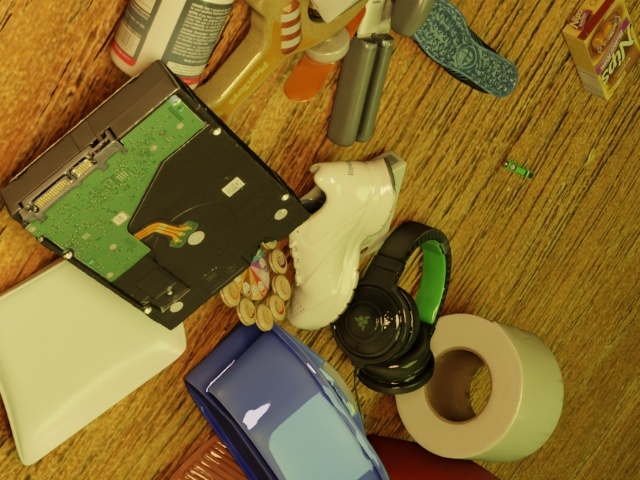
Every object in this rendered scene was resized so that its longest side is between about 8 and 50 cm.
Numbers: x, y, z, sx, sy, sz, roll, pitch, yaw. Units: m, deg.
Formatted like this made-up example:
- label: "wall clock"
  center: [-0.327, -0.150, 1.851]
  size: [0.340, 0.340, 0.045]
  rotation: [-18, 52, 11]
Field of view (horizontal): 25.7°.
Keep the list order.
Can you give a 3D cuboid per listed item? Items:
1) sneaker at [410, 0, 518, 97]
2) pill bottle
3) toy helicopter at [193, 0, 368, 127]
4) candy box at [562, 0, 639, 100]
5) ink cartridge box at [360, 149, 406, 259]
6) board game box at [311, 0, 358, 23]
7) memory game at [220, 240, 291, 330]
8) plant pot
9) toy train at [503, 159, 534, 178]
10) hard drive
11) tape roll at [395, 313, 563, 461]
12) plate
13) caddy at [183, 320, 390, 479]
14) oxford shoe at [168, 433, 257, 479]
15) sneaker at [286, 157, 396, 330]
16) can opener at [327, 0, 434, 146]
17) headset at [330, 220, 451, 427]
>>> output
- label: "sneaker"
  center: [0.185, -0.284, 2.025]
  size: [0.232, 0.090, 0.081]
  rotation: [36, 88, -34]
- label: "pill bottle"
  center: [-0.155, -0.266, 1.560]
  size: [0.108, 0.108, 0.180]
  rotation: [-4, 129, -50]
- label: "toy helicopter"
  center: [-0.050, -0.247, 1.744]
  size: [0.355, 0.140, 0.235]
  rotation: [-47, 155, 4]
- label: "candy box"
  center: [0.476, -0.332, 2.363]
  size: [0.109, 0.053, 0.187]
  rotation: [-52, 147, -9]
- label: "ink cartridge box"
  center: [0.052, -0.036, 2.094]
  size: [0.145, 0.045, 0.179]
  rotation: [-30, 151, -35]
- label: "board game box"
  center: [0.051, -0.410, 1.577]
  size: [0.097, 0.224, 0.303]
  rotation: [-30, -171, 49]
- label: "memory game"
  center: [-0.093, 0.031, 1.870]
  size: [0.186, 0.012, 0.186]
  rotation: [39, 42, -46]
- label: "plant pot"
  center: [0.155, 0.476, 2.392]
  size: [0.267, 0.236, 0.267]
  rotation: [12, 111, -19]
- label: "toy train"
  center: [0.337, -0.120, 2.381]
  size: [0.083, 0.023, 0.017]
  rotation: [15, 104, -55]
- label: "hard drive"
  center: [-0.182, -0.042, 1.633]
  size: [0.237, 0.064, 0.339]
  rotation: [-40, 146, 5]
- label: "tape roll"
  center: [0.272, 0.255, 2.403]
  size: [0.169, 0.246, 0.246]
  rotation: [19, 101, -55]
- label: "plate"
  center: [-0.299, 0.111, 1.756]
  size: [0.277, 0.045, 0.278]
  rotation: [-36, 140, -30]
- label: "caddy"
  center: [-0.033, 0.254, 1.980]
  size: [0.179, 0.241, 0.341]
  rotation: [-37, 107, -16]
- label: "oxford shoe"
  center: [-0.206, 0.437, 2.092]
  size: [0.397, 0.140, 0.146]
  rotation: [-52, -176, -21]
- label: "sneaker"
  center: [0.000, 0.000, 1.967]
  size: [0.129, 0.111, 0.297]
  rotation: [8, 123, -21]
- label: "can opener"
  center: [0.076, -0.252, 1.903]
  size: [0.074, 0.093, 0.280]
  rotation: [-16, 133, -45]
- label: "headset"
  center: [0.075, 0.148, 2.209]
  size: [0.394, 0.185, 0.243]
  rotation: [-63, 152, -19]
